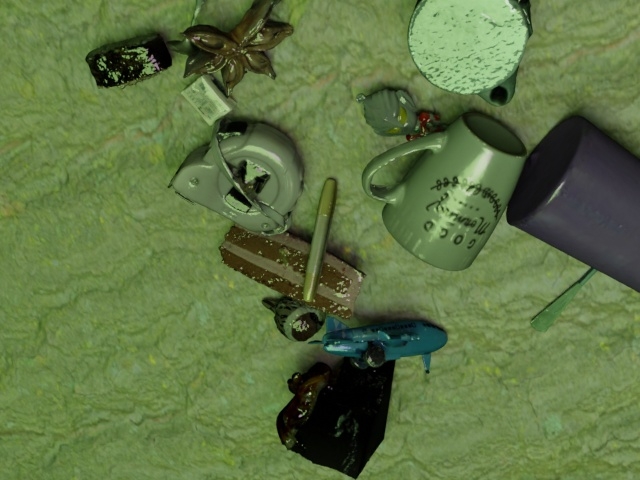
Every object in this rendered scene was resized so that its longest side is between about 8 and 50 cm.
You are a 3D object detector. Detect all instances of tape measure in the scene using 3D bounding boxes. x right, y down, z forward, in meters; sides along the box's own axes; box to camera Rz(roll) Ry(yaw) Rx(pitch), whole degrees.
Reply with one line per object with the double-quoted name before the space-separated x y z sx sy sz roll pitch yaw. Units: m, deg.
"tape measure" -0.132 -0.122 1.852 0.236 0.120 0.197 29 119 -10

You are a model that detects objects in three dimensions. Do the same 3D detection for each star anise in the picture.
"star anise" -0.146 -0.332 1.742 0.208 0.063 0.171 -25 140 -7

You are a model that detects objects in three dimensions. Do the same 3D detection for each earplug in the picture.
"earplug" 0.557 -0.008 1.719 0.456 0.215 0.215 31 121 -9

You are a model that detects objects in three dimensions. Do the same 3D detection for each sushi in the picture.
"sushi" -0.339 -0.319 1.800 0.150 0.090 0.078 -12 112 20
"sushi" 0.021 0.350 2.024 0.213 0.227 0.215 14 116 12

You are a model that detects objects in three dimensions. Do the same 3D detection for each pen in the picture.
"pen" 0.000 0.000 1.880 0.032 0.040 0.233 11 89 23

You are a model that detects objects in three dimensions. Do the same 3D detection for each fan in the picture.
"fan" 0.469 0.105 1.908 0.038 0.016 0.193 32 122 -10

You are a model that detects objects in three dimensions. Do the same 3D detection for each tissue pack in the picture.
"tissue pack" -0.203 -0.258 1.831 0.062 0.042 0.083 -34 108 25

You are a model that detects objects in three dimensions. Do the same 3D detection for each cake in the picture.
"cake" -0.051 0.052 1.945 0.295 0.113 0.115 27 89 7

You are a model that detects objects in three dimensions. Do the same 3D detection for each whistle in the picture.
"whistle" 0.248 -0.409 1.573 0.188 0.168 0.404 11 121 7

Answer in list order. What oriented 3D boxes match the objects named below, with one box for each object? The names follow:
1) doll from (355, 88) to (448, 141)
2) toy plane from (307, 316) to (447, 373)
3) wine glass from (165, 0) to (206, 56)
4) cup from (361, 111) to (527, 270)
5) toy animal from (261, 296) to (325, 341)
"doll" 0.143 -0.214 1.767 0.180 0.079 0.094 24 122 -16
"toy plane" 0.122 0.200 1.958 0.271 0.254 0.105 8 79 -16
"wine glass" -0.195 -0.438 1.715 0.074 0.074 0.262 23 120 -1
"cup" 0.207 -0.104 1.734 0.258 0.186 0.234 18 122 -18
"toy animal" -0.060 0.153 2.004 0.137 0.098 0.098 11 121 8
